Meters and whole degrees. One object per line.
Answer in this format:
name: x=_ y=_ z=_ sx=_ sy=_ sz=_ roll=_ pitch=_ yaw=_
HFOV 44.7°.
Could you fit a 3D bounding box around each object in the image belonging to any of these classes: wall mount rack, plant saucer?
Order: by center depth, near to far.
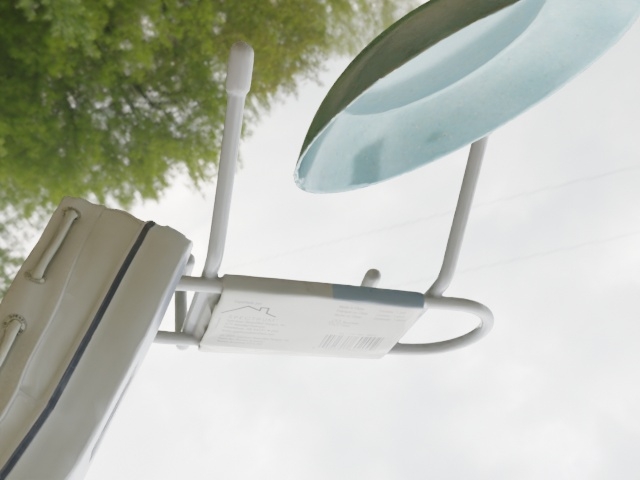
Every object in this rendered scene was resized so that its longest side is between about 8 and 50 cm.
plant saucer: x=0.067 y=-0.086 z=0.397 sx=0.195 sy=0.037 sz=0.195 roll=-24 pitch=169 yaw=-5
wall mount rack: x=0.000 y=0.000 z=0.669 sx=0.350 sy=0.304 sz=0.130 roll=5 pitch=-124 yaw=-18

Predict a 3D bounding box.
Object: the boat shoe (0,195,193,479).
boat shoe: x=-0.140 y=0.081 z=0.335 sx=0.258 sy=0.084 sz=0.095 roll=-70 pitch=-174 yaw=-47
